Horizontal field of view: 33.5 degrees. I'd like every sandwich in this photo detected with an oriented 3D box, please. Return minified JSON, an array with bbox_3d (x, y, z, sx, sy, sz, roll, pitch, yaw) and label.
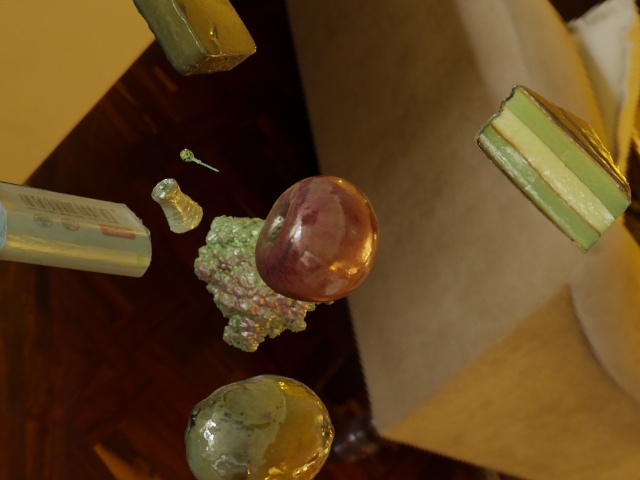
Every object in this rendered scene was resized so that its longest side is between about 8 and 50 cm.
[{"bbox_3d":[0.315,-0.097,1.452,0.144,0.117,0.187,19,34,-26],"label":"sandwich"}]

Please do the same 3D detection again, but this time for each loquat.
[{"bbox_3d":[-0.090,0.288,1.534,0.227,0.179,0.179,-10,64,-32],"label":"loquat"}]

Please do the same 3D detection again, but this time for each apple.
[{"bbox_3d":[0.000,0.000,1.226,0.120,0.153,0.153,27,38,-18],"label":"apple"}]

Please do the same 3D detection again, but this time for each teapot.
[{"bbox_3d":[-0.219,-0.059,1.596,0.083,0.057,0.067,58,11,-46],"label":"teapot"}]

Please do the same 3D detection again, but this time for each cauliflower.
[{"bbox_3d":[-0.073,0.059,1.827,0.315,0.256,0.239,51,25,-81],"label":"cauliflower"}]

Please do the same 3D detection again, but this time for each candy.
[{"bbox_3d":[-0.234,-0.153,2.065,0.083,0.025,0.023,25,78,3],"label":"candy"}]

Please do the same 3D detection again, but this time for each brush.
[{"bbox_3d":[-0.168,-0.285,1.258,0.197,0.059,0.123,56,28,6],"label":"brush"}]

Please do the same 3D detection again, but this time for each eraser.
[{"bbox_3d":[-0.379,-0.018,1.553,0.227,0.081,0.174,9,19,-36],"label":"eraser"}]
